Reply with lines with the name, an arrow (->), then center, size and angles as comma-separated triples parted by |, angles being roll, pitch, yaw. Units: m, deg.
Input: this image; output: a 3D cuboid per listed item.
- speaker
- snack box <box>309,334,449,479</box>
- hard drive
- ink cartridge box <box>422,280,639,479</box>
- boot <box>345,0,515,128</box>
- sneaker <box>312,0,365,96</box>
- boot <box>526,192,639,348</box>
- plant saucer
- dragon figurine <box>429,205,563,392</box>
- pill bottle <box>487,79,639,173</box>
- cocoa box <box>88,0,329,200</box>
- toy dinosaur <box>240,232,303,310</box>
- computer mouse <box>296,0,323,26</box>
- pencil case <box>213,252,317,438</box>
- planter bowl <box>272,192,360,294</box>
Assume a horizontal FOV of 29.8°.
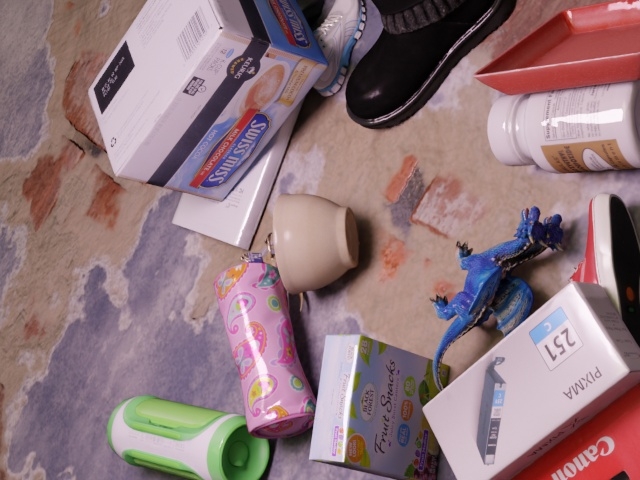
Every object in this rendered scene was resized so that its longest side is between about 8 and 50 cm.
speaker -> -0.222, 0.330, 1.982 | 0.297, 0.131, 0.131 | 3, 76, 45
snack box -> 0.085, 0.236, 1.664 | 0.070, 0.207, 0.174 | -6, 71, 43
hard drive -> -0.148, -0.151, 2.165 | 0.203, 0.040, 0.307 | 18, 87, 46
ink cartridge box -> 0.294, 0.240, 1.505 | 0.296, 0.066, 0.261 | -46, 56, 31
boot -> 0.102, -0.342, 1.839 | 0.348, 0.260, 0.131 | -45, 48, 21
sneaker -> 0.016, -0.348, 2.055 | 0.071, 0.083, 0.190 | 6, 77, 47
boot -> 0.331, 0.065, 1.586 | 0.176, 0.088, 0.244 | -14, 68, 42
plant saucer -> 0.376, -0.262, 1.602 | 0.258, 0.259, 0.047 | -2, 116, 44
dragon figurine -> 0.230, 0.078, 1.648 | 0.144, 0.085, 0.289 | 8, 69, 63
pill bottle -> 0.347, -0.156, 1.622 | 0.229, 0.131, 0.131 | -1, 73, 44
cocoa box -> -0.196, -0.275, 2.042 | 0.347, 0.228, 0.231 | -49, 47, 30
toy dinosaur -> -0.060, 0.045, 2.008 | 0.183, 0.053, 0.092 | 33, 115, 44
computer mouse -> -0.003, -0.464, 2.149 | 0.242, 0.041, 0.071 | -53, 45, 14
pencil case -> -0.085, 0.169, 1.898 | 0.124, 0.124, 0.284 | -31, 61, 32
planter bowl -> 0.000, 0.000, 1.896 | 0.109, 0.162, 0.162 | -7, 67, 13
